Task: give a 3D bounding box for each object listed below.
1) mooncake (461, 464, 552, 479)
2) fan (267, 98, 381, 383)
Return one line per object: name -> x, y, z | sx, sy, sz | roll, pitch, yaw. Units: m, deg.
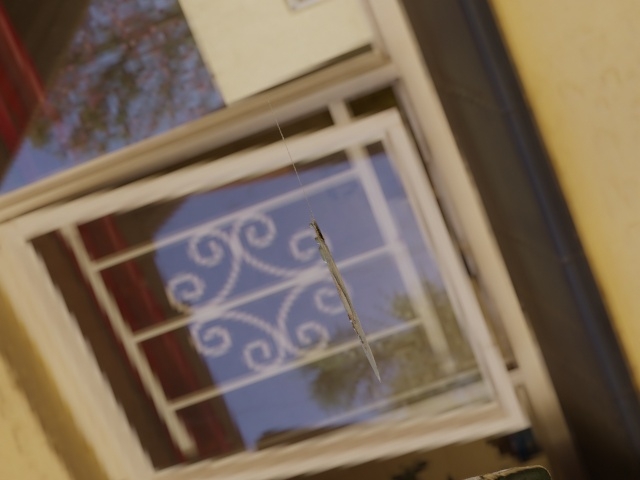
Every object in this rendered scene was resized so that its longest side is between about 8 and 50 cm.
mooncake -> 0.208, 0.329, 1.845 | 0.104, 0.175, 0.168 | 68, 158, 17
fan -> -0.001, 0.000, 1.547 | 0.191, 0.009, 0.329 | -116, 4, -63
